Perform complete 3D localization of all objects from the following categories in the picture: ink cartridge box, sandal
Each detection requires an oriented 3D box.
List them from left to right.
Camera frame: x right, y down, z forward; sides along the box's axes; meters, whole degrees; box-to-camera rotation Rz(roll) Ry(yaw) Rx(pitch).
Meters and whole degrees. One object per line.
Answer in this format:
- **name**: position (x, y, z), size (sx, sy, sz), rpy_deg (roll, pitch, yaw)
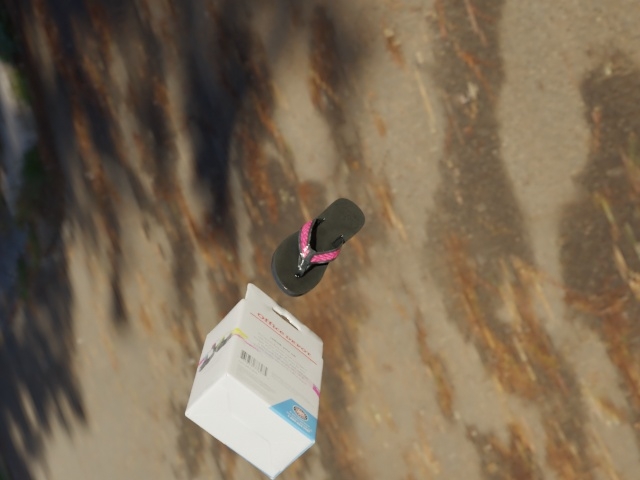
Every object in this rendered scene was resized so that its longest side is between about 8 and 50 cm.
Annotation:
- **ink cartridge box**: position (-0.057, 0.127, 1.156), size (0.104, 0.061, 0.181), rpy_deg (40, -159, -14)
- **sandal**: position (0.000, 0.000, 1.531), size (0.067, 0.179, 0.040), rpy_deg (43, 142, -1)
